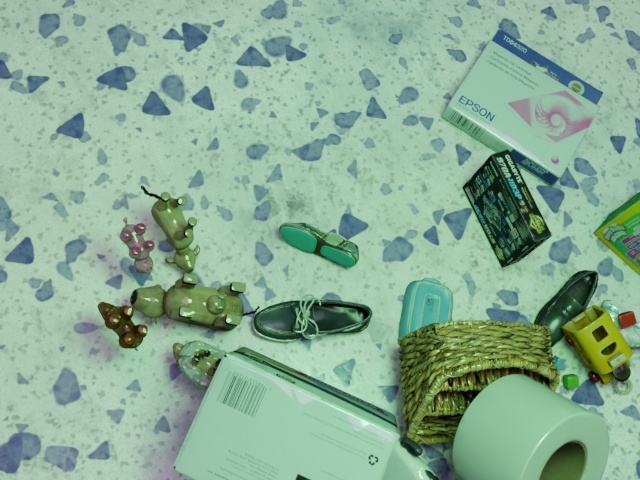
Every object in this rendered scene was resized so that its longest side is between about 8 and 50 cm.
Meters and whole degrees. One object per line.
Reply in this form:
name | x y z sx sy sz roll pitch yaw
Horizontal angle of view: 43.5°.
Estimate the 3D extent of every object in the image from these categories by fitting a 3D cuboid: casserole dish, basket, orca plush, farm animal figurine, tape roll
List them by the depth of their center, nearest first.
tape roll | 0.391 0.394 1.496 0.246 0.169 0.246 -12 113 -31
orca plush | 0.208 0.467 1.594 0.287 0.102 0.151 16 100 37
basket | 0.330 0.287 1.618 0.299 0.213 0.223 6 69 -22
farm animal figurine | -0.290 0.098 1.639 0.326 0.172 0.331 29 67 -14
casserole dish | 0.237 0.166 1.768 0.114 0.037 0.189 14 67 -5

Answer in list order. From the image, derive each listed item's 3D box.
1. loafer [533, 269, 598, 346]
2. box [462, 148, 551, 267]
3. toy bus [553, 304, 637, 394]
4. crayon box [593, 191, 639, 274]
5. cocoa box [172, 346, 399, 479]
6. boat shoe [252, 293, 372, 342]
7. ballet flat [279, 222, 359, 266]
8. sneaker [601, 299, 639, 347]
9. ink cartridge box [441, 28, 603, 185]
loafer | 0.551 0.150 1.805 0.076 0.078 0.223 40 69 6
box | 0.416 -0.069 1.810 0.051 0.175 0.220 -18 74 -18
toy bus | 0.616 0.242 1.732 0.202 0.104 0.191 10 94 -6
crayon box | 0.756 -0.031 1.799 0.165 0.278 0.081 44 70 7
cocoa box | -0.053 0.373 1.497 0.347 0.228 0.232 24 89 5
boat shoe | -0.016 0.166 1.700 0.254 0.079 0.095 3 70 -9
ballet flat | 0.000 0.000 1.782 0.188 0.070 0.070 27 68 -1
sneaker | 0.704 0.220 1.820 0.190 0.071 0.083 34 81 7
ink cartridge box | 0.516 -0.350 1.990 0.324 0.071 0.330 32 69 3
